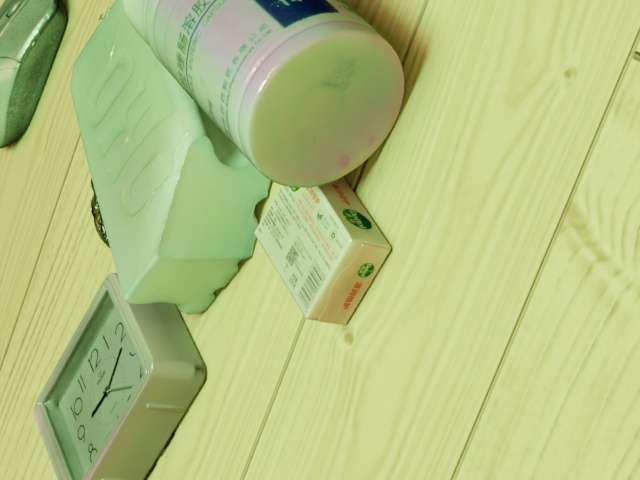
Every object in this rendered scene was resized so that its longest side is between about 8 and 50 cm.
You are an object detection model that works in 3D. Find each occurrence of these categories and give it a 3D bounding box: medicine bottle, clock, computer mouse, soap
[{"bbox_3d":[-0.055,-0.173,1.514,0.254,0.152,0.152,47,119,43],"label":"medicine bottle"},{"bbox_3d":[-0.200,0.150,1.719,0.197,0.063,0.150,-58,40,27],"label":"clock"},{"bbox_3d":[-0.357,-0.215,2.024,0.113,0.068,0.229,39,113,49],"label":"computer mouse"},{"bbox_3d":[-0.146,-0.095,1.681,0.173,0.095,0.289,-49,45,36],"label":"soap"}]

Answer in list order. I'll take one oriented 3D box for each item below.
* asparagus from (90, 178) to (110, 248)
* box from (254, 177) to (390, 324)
[{"bbox_3d":[-0.229,-0.062,1.842,0.036,0.030,0.165,-33,55,34],"label":"asparagus"},{"bbox_3d":[0.000,0.000,1.499,0.089,0.043,0.125,-59,40,26],"label":"box"}]
